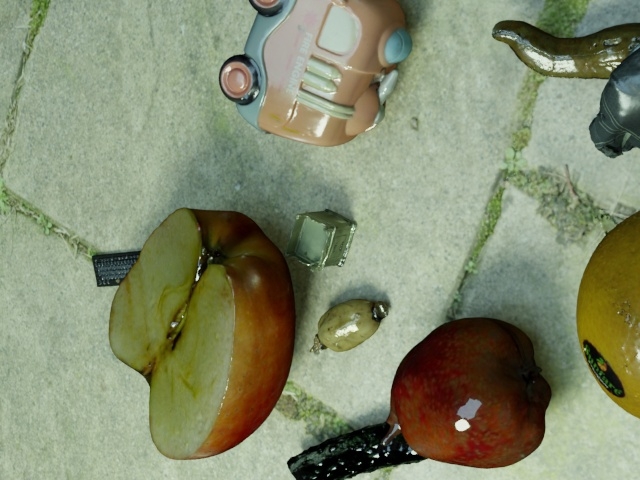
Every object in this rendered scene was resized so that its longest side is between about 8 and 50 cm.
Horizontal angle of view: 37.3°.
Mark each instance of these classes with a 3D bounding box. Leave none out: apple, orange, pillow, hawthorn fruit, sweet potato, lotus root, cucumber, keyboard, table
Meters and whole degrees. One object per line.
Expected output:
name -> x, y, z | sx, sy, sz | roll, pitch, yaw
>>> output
apple -> -0.190, 0.137, 1.487 | 0.328, 0.295, 0.365 | 30, 118, 3
orange -> 0.426, 0.087, 1.083 | 0.274, 0.274, 0.274 | 5, 98, 33
pillow -> 0.458, -0.204, 1.093 | 0.335, 0.161, 0.093 | -33, 44, 29
hawthorn fruit -> 0.182, 0.218, 1.291 | 0.248, 0.208, 0.208 | -25, 82, 25
sweet potato -> 0.336, -0.243, 1.212 | 0.233, 0.062, 0.081 | 10, 135, 26
lotus root -> 0.037, 0.133, 1.464 | 0.152, 0.063, 0.072 | -36, 86, 28
cucumber -> 0.073, 0.325, 1.458 | 0.303, 0.072, 0.081 | -29, 78, 32
keyboard -> -0.346, 0.050, 1.738 | 0.198, 0.010, 0.064 | -6, 95, 34
table -> 0.000, 0.000, 1.458 | 0.062, 0.083, 0.079 | 27, 109, 29

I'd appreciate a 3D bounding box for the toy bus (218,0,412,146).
toy bus -> 0.006, -0.268, 1.364 | 0.232, 0.194, 0.288 | 30, 111, 18
